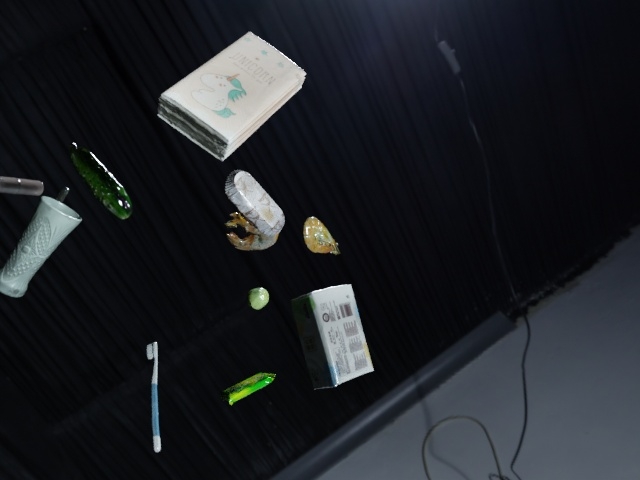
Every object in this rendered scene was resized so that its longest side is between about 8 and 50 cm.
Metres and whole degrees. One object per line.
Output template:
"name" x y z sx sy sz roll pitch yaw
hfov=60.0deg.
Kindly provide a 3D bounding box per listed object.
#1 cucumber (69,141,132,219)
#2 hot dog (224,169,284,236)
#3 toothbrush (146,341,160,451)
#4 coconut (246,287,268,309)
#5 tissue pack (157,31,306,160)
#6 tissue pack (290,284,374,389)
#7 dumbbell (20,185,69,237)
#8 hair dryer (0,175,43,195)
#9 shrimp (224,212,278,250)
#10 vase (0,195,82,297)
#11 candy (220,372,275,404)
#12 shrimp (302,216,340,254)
"cucumber" -0.545 -0.148 1.368 0.069 0.227 0.069 -38 3 2
"hot dog" -0.157 -0.087 1.349 0.053 0.192 0.099 -12 41 45
"toothbrush" -0.370 0.338 1.225 0.025 0.019 0.275 -11 45 -8
"coconut" -0.252 0.231 2.195 0.096 0.088 0.088 -35 23 18
"tissue pack" -0.178 -0.315 1.177 0.325 0.170 0.071 -55 -2 -41
"tissue pack" 0.012 0.243 1.397 0.145 0.229 0.159 -23 -11 41
"dumbbell" -0.791 -0.041 1.590 0.082 0.082 0.254 21 83 56
"hair dryer" -1.033 -0.172 1.750 0.220 0.053 0.195 2 1 15
"shrimp" -0.205 -0.019 1.598 0.132 0.187 0.051 -49 41 14
"vase" -0.629 0.018 1.216 0.219 0.096 0.096 -55 30 -1
"candy" -0.243 0.489 1.857 0.178 0.032 0.102 -22 10 -26
"shrimp" -0.002 0.000 1.982 0.051 0.217 0.115 6 64 40
